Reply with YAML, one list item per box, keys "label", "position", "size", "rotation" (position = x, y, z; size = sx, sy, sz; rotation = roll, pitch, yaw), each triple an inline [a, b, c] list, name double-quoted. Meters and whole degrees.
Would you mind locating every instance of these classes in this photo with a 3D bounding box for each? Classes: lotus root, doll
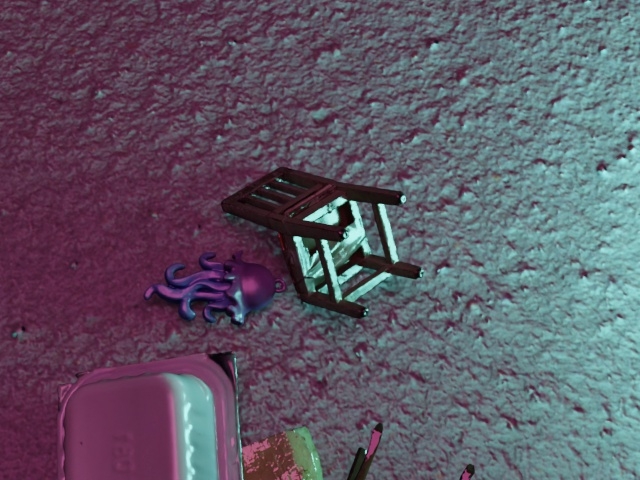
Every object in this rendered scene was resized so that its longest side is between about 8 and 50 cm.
- label: "lotus root"
  position: [-0.055, 0.328, 1.563]
  size: [0.143, 0.070, 0.144]
  rotation: [-28, 72, -14]
- label: "doll"
  position: [-0.151, 0.068, 1.669]
  size: [0.205, 0.067, 0.110]
  rotation: [0, 77, -10]

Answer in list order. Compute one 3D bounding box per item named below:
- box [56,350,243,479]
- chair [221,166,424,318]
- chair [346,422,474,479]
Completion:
- label: "box"
  position: [-0.237, 0.307, 1.509]
  size: [0.264, 0.106, 0.337]
  rotation: [-10, 68, 8]
- label: "chair"
  position: [0.000, 0.000, 1.679]
  size: [0.136, 0.147, 0.270]
  rotation: [-33, 30, -34]
- label: "chair"
  position: [0.063, 0.420, 1.476]
  size: [0.160, 0.186, 0.319]
  rotation: [24, 65, 1]
